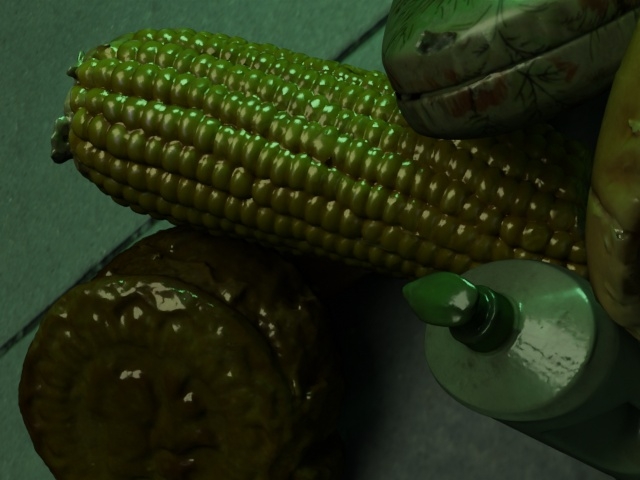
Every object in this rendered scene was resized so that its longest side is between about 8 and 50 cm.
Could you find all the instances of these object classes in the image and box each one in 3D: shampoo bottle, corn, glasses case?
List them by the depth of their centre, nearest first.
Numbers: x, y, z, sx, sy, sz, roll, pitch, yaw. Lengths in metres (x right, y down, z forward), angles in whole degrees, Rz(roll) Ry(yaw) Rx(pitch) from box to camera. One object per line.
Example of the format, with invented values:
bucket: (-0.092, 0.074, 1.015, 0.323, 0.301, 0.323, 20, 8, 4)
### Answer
shampoo bottle: (0.137, 0.071, 0.675, 0.118, 0.234, 0.087, 11, 76, 48)
glasses case: (0.126, -0.162, 0.786, 0.156, 0.098, 0.425, -20, 17, 14)
corn: (0.009, -0.054, 0.834, 0.387, 0.144, 0.144, 12, 73, 12)

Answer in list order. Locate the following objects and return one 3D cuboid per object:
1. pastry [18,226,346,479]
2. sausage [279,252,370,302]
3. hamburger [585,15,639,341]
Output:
pastry: (-0.089, 0.108, 0.916, 0.240, 0.235, 0.132, -44, 4, 30)
sausage: (0.000, 0.000, 0.969, 0.419, 0.094, 0.094, -40, 84, 22)
hamburger: (0.248, -0.058, 0.606, 0.144, 0.283, 0.260, 28, 106, 43)
